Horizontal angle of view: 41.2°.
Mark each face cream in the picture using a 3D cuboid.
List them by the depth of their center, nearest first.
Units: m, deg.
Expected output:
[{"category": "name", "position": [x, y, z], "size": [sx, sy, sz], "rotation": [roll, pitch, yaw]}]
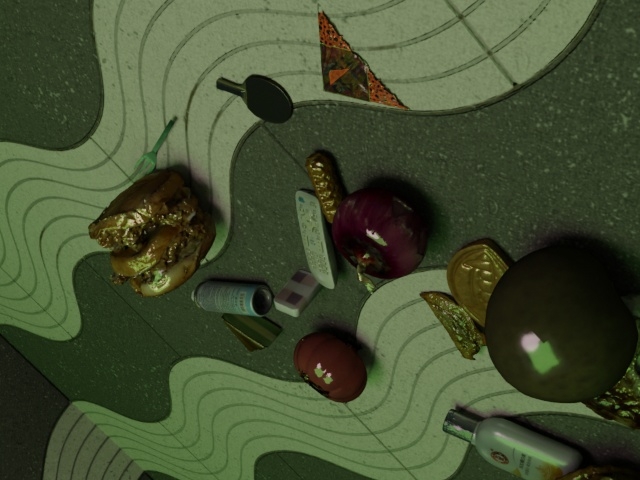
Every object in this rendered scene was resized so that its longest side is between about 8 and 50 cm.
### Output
[{"category": "face cream", "position": [0.398, 0.432, 1.786], "size": [0.291, 0.071, 0.144], "rotation": [22, 140, 23]}, {"category": "face cream", "position": [-0.218, 0.134, 2.005], "size": [0.229, 0.075, 0.075], "rotation": [3, 131, 40]}]

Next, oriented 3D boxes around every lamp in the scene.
[{"category": "lamp", "position": [0.027, 0.275, 1.900], "size": [0.182, 0.140, 0.182], "rotation": [37, 163, 14]}]

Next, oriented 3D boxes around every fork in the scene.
[{"category": "fork", "position": [-0.342, -0.198, 1.799], "size": [0.039, 0.021, 0.235], "rotation": [40, 144, -8]}]

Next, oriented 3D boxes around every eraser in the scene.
[{"category": "eraser", "position": [-0.047, 0.111, 1.799], "size": [0.065, 0.105, 0.026], "rotation": [18, 140, 28]}]

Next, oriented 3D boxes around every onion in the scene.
[{"category": "onion", "position": [0.102, -0.011, 1.500], "size": [0.177, 0.153, 0.177], "rotation": [42, 145, 39]}]

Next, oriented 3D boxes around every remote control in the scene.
[{"category": "remote control", "position": [0.000, 0.000, 1.694], "size": [0.073, 0.044, 0.229], "rotation": [26, 138, 44]}]

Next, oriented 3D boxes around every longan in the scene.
[{"category": "longan", "position": [0.380, 0.132, 1.349], "size": [0.248, 0.248, 0.248], "rotation": [24, 142, 20]}]

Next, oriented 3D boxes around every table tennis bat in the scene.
[{"category": "table tennis bat", "position": [-0.119, -0.260, 1.536], "size": [0.158, 0.014, 0.095], "rotation": [22, 143, 19]}]

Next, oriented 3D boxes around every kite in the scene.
[{"category": "kite", "position": [0.038, -0.270, 1.394], "size": [0.222, 0.008, 0.125], "rotation": [47, 146, -10]}]

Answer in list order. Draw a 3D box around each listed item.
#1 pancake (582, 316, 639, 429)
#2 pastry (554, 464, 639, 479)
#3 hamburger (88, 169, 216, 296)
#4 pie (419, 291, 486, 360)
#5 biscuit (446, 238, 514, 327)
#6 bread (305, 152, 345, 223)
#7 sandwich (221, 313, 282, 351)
[{"category": "pancake", "position": [0.500, 0.206, 1.483], "size": [0.266, 0.057, 0.244], "rotation": [30, 135, 6]}, {"category": "pastry", "position": [0.542, 0.533, 1.671], "size": [0.235, 0.132, 0.240], "rotation": [35, 119, -17]}, {"category": "hamburger", "position": [-0.367, -0.015, 1.826], "size": [0.211, 0.260, 0.245], "rotation": [53, 162, -26]}, {"category": "pie", "position": [0.266, 0.162, 1.642], "size": [0.092, 0.034, 0.170], "rotation": [-19, 110, 52]}, {"category": "biscuit", "position": [0.294, 0.082, 1.531], "size": [0.142, 0.029, 0.221], "rotation": [17, 140, 28]}, {"category": "bread", "position": [0.015, -0.093, 1.573], "size": [0.052, 0.044, 0.157], "rotation": [3, 132, 33]}, {"category": "sandwich", "position": [-0.164, 0.198, 2.029], "size": [0.116, 0.074, 0.074], "rotation": [51, 145, -15]}]
